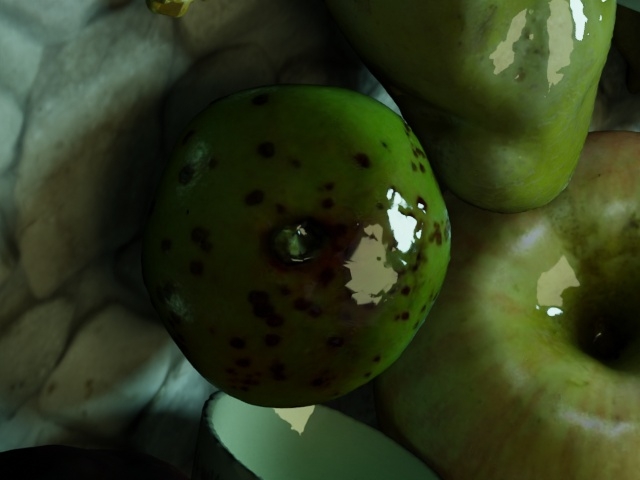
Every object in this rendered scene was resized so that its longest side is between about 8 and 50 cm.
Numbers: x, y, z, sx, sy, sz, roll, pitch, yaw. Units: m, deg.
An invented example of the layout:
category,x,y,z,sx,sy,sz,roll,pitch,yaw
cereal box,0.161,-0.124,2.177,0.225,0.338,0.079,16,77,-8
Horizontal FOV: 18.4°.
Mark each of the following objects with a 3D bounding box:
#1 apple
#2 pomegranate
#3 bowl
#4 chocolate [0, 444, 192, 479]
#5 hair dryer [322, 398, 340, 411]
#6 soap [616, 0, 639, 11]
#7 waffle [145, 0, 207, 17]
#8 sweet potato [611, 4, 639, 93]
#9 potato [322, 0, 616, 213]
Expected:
category,x,y,z,sx,sy,sz,roll,pitch,yaw
apple,0.232,0.117,1.627,0.391,0.391,0.346,-56,161,-13
pomegranate,-0.004,0.015,1.417,0.231,0.231,0.286,-62,155,-5
bowl,-0.009,0.206,1.449,0.211,0.211,0.112,1,117,-52
chocolate,-0.176,0.312,1.257,0.383,0.383,0.331,-46,133,-25
hair dryer,-0.047,0.202,1.582,0.301,0.121,0.361,-22,117,-33
soap,0.263,-0.253,1.549,0.094,0.261,0.150,-43,138,-22
waffle,-0.077,-0.257,1.300,0.160,0.046,0.192,-45,138,-27
sweet potato,0.283,-0.224,1.764,0.069,0.059,0.249,-59,145,-43
potato,0.107,-0.175,1.420,0.202,0.218,0.351,-27,123,-9
